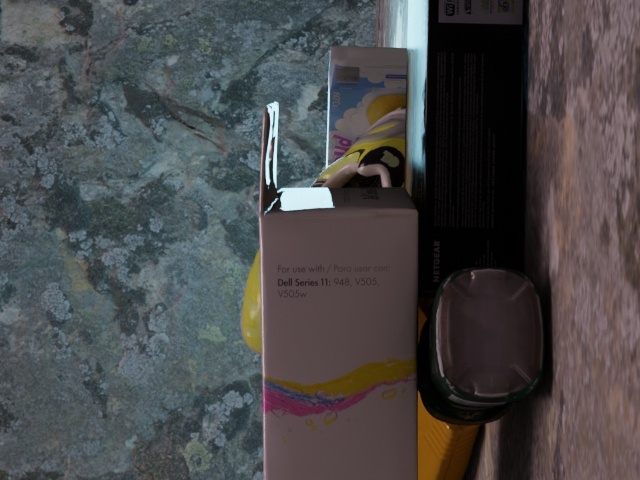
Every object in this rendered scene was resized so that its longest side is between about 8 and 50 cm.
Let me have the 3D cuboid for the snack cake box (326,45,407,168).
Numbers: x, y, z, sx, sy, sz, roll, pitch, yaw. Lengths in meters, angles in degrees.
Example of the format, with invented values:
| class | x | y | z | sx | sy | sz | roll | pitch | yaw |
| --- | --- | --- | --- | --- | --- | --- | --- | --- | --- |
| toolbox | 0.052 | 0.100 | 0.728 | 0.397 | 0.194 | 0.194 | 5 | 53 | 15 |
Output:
| class | x | y | z | sx | sy | sz | roll | pitch | yaw |
| --- | --- | --- | --- | --- | --- | --- | --- | --- | --- |
| snack cake box | 0.081 | -0.108 | 1.610 | 0.089 | 0.152 | 0.264 | -89 | 0 | -46 |

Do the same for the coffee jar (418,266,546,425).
| class | x | y | z | sx | sy | sz | roll | pitch | yaw |
| --- | --- | --- | --- | --- | --- | --- | --- | --- | --- |
| coffee jar | 0.116 | 0.084 | 0.970 | 0.184 | 0.079 | 0.096 | 91 | 179 | -76 |

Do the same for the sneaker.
| class | x | y | z | sx | sy | sz | roll | pitch | yaw |
| --- | --- | --- | --- | --- | --- | --- | --- | --- | --- |
| sneaker | 0.000 | 0.000 | 1.524 | 0.385 | 0.145 | 0.147 | -55 | -13 | 31 |

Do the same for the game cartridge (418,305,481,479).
| class | x | y | z | sx | sy | sz | roll | pitch | yaw |
| --- | --- | --- | --- | --- | --- | --- | --- | --- | --- |
| game cartridge | 0.056 | 0.162 | 1.389 | 0.285 | 0.052 | 0.324 | 57 | 156 | 32 |

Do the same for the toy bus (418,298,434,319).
| class | x | y | z | sx | sy | sz | roll | pitch | yaw |
| --- | --- | --- | --- | --- | --- | --- | --- | --- | --- |
| toy bus | 0.102 | 0.048 | 1.434 | 0.191 | 0.104 | 0.202 | -90 | 1 | -62 |

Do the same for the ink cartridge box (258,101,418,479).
| class | x | y | z | sx | sy | sz | roll | pitch | yaw |
| --- | --- | --- | --- | --- | --- | --- | --- | --- | --- |
| ink cartridge box | 0.016 | 0.068 | 1.025 | 0.207 | 0.119 | 0.354 | -84 | -7 | -82 |

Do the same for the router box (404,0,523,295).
| class | x | y | z | sx | sy | sz | roll | pitch | yaw |
| --- | --- | --- | --- | --- | --- | --- | --- | --- | --- |
| router box | 0.119 | -0.104 | 1.128 | 0.243 | 0.081 | 0.309 | 92 | 179 | -86 |
